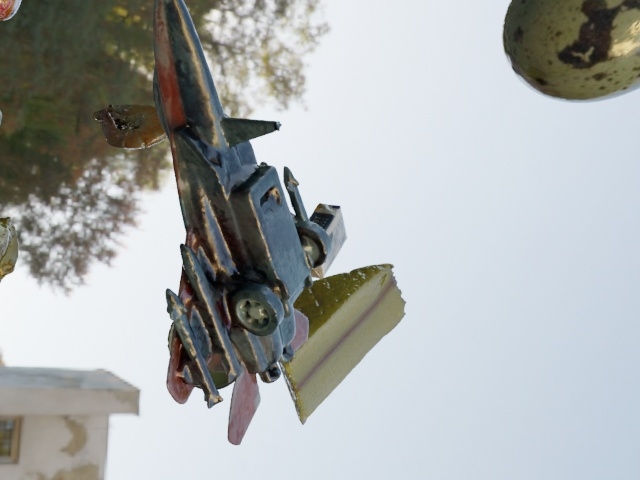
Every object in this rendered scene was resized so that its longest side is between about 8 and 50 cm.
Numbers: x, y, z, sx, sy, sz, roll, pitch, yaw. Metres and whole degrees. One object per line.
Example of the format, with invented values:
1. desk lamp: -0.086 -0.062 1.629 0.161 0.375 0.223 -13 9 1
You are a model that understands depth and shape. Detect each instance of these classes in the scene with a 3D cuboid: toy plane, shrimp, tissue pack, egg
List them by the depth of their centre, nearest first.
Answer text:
1. toy plane: -0.060 -0.021 0.583 0.104 0.223 0.326 10 -56 21
2. tissue pack: 0.000 0.000 1.062 0.042 0.083 0.062 11 -43 22
3. egg: 0.515 -0.402 1.479 0.379 0.287 0.288 -20 -123 6
4. shrimp: -0.355 -0.212 1.505 0.217 0.115 0.051 20 -45 38

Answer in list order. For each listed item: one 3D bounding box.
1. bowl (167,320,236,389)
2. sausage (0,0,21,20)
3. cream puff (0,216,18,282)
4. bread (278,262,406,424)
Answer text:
1. bowl: -0.242 0.238 1.941 0.211 0.112 0.211 1 -88 19
2. sausage: -0.441 -0.409 1.153 0.071 0.071 0.234 47 -56 51
3. cream puff: -0.309 0.037 0.656 0.146 0.116 0.146 4 -82 29
4. bread: 0.064 0.215 1.940 0.245 0.361 0.233 -120 -167 -51
